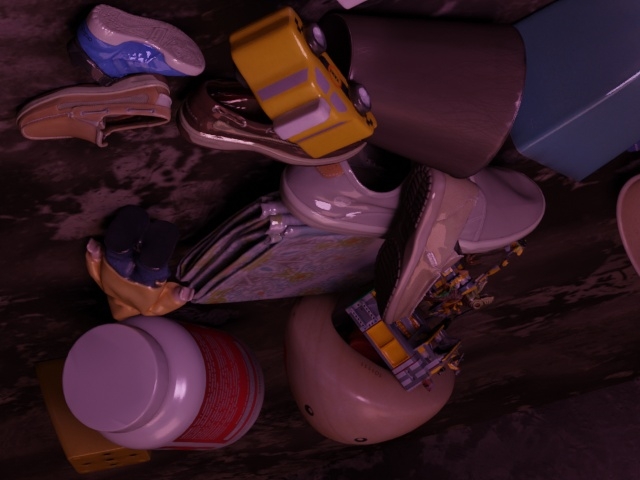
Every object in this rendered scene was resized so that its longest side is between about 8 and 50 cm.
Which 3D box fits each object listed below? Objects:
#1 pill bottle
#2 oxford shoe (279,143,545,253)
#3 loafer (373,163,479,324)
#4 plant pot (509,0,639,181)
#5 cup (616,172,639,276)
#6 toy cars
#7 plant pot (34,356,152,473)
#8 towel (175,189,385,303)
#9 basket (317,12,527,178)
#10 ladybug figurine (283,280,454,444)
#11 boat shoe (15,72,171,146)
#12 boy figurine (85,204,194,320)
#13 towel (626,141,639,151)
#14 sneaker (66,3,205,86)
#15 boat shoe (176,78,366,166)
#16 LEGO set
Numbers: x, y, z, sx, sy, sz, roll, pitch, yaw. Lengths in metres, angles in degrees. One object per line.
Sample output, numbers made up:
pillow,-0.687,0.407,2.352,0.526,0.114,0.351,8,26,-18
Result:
pill bottle,-0.270,0.248,2.187,0.229,0.229,0.408,-18,165,15
oxford shoe,0.156,-0.080,1.790,0.449,0.169,0.130,4,134,-32
loafer,0.142,0.014,1.689,0.092,0.102,0.268,5,134,-16
plant pot,0.353,-0.213,1.552,0.234,0.165,0.165,-31,152,30
cup,0.681,-0.025,2.029,0.237,0.331,0.331,-33,164,-19
toy cars,-0.001,-0.221,1.274,0.176,0.087,0.393,8,136,-5
plant pot,-0.419,0.335,2.439,0.212,0.187,0.212,-10,157,-5
towel,0.000,0.000,1.956,0.374,0.090,0.320,-3,160,-35
basket,0.100,-0.183,1.501,0.227,0.154,0.204,7,121,-29
ladybug figurine,0.072,0.208,2.143,0.162,0.305,0.449,-61,177,22
boat shoe,-0.271,-0.145,1.504,0.190,0.072,0.068,-14,158,7
boy figurine,-0.276,0.054,1.932,0.177,0.092,0.285,24,156,1
towel,0.598,-0.221,1.831,0.336,0.040,0.243,-16,159,14
sneaker,-0.209,-0.204,1.407,0.152,0.058,0.084,14,141,-40
boat shoe,-0.045,-0.154,1.577,0.257,0.095,0.095,0,149,-27
LEGO set,0.211,0.095,1.994,0.255,0.192,0.331,-37,180,24
